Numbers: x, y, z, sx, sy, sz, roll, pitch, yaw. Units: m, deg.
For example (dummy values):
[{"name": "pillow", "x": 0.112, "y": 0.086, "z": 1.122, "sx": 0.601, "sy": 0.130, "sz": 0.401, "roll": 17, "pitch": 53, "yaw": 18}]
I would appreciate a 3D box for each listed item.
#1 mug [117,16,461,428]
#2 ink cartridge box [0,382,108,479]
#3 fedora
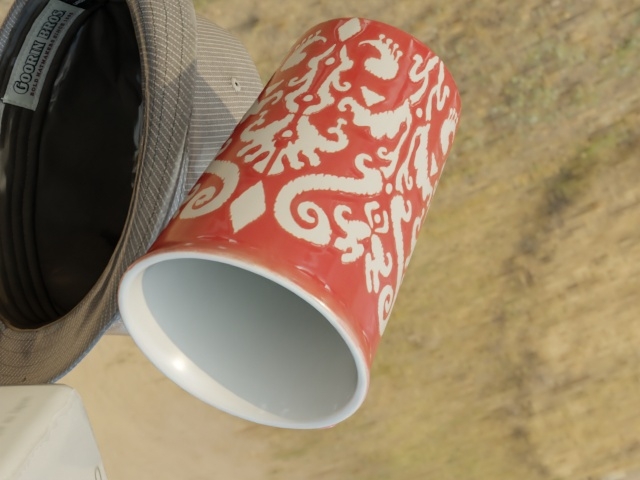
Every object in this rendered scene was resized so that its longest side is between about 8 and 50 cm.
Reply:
[{"name": "mug", "x": -0.008, "y": -0.005, "z": 0.601, "sx": 0.113, "sy": 0.169, "sz": 0.150, "roll": 25, "pitch": 143, "yaw": 2}, {"name": "ink cartridge box", "x": -0.278, "y": 0.142, "z": 0.319, "sx": 0.385, "sy": 0.091, "sz": 0.308, "roll": -5, "pitch": -162, "yaw": 11}, {"name": "fedora", "x": -0.112, "y": -0.037, "z": 0.756, "sx": 0.124, "sy": 0.275, "sz": 0.244, "roll": 15, "pitch": 151, "yaw": -40}]
